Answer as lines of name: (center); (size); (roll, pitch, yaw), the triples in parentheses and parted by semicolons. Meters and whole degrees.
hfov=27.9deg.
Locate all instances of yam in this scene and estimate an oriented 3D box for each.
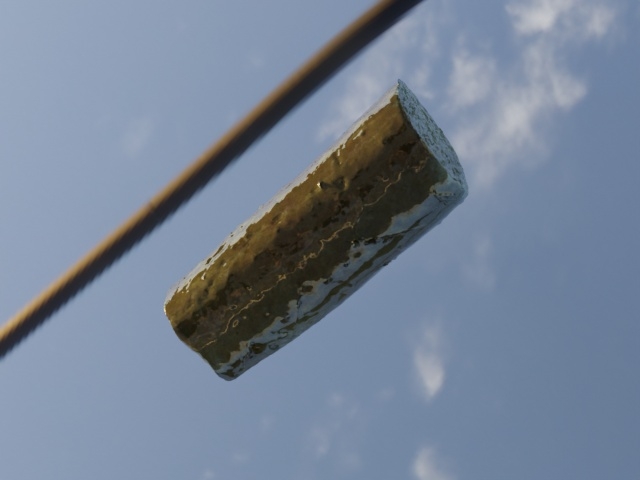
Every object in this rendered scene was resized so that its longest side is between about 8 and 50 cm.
yam: (0.000, 0.000, 0.652); (0.169, 0.068, 0.068); (-42, -119, 19)
